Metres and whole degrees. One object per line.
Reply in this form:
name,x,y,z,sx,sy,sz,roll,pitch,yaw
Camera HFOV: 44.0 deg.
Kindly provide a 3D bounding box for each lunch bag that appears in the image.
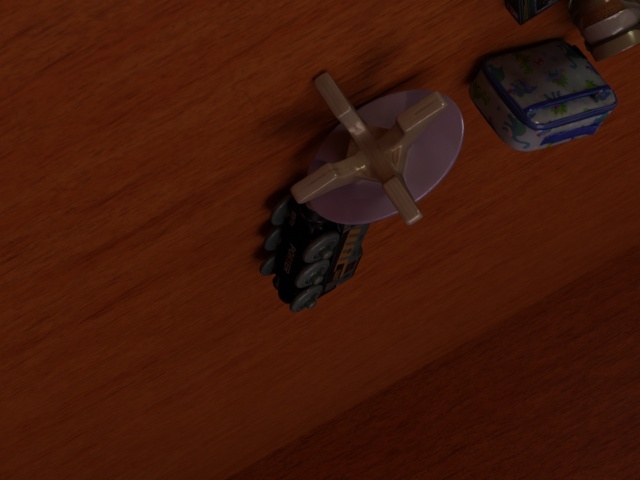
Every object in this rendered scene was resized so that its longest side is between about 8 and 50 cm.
lunch bag,0.379,-0.244,1.340,0.219,0.176,0.090,-16,153,-25

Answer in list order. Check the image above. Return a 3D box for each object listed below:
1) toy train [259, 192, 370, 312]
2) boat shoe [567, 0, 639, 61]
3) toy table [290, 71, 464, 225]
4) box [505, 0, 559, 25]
toy train,0.000,0.000,1.469,0.190,0.142,0.334,-31,157,-28
boat shoe,0.449,-0.356,1.232,0.113,0.103,0.302,-24,-171,22
toy table,0.085,-0.134,1.197,0.274,0.252,0.161,-45,170,8
box,0.331,-0.420,1.105,0.159,0.044,0.233,-31,156,4
